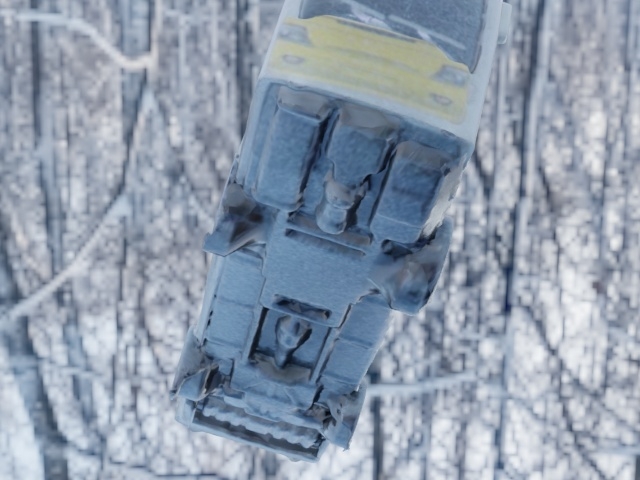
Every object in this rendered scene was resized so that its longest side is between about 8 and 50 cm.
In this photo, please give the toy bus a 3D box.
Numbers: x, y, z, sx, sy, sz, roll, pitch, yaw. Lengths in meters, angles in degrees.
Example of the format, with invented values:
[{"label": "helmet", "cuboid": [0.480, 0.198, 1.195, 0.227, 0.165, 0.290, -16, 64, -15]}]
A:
[{"label": "toy bus", "cuboid": [0.000, 0.000, 0.703, 0.097, 0.342, 0.138, 18, -123, -1]}]
